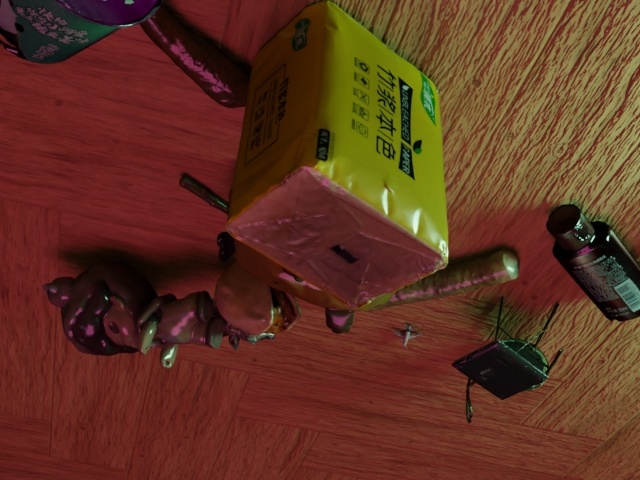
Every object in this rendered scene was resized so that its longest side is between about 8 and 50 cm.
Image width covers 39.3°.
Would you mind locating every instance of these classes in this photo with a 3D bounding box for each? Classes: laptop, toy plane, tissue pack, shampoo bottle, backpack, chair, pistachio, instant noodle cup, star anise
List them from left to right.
[{"bbox_3d":[-0.372,-0.377,1.269,0.251,0.251,0.190,34,142,-31],"label":"instant noodle cup"},{"bbox_3d":[-0.201,0.192,2.085,0.195,0.065,0.182,26,142,-30],"label":"star anise"},{"bbox_3d":[-0.129,0.121,1.876,0.157,0.157,0.229,42,172,-37],"label":"pistachio"},{"bbox_3d":[0.000,-0.004,1.708,0.377,0.201,0.354,4,140,2],"label":"backpack"},{"bbox_3d":[0.035,-0.135,1.396,0.293,0.382,0.228,32,131,-29],"label":"tissue pack"},{"bbox_3d":[0.203,0.222,2.102,0.077,0.024,0.084,6,148,-2],"label":"toy plane"},{"bbox_3d":[0.388,0.282,1.936,0.180,0.016,0.129,34,129,-29],"label":"laptop"},{"bbox_3d":[0.437,0.280,2.050,0.170,0.160,0.326,6,137,1],"label":"chair"},{"bbox_3d":[0.557,0.046,1.796,0.129,0.084,0.323,-26,131,30],"label":"shampoo bottle"}]

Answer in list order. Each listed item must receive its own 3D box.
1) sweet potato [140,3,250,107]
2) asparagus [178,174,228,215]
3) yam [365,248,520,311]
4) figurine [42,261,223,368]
[{"bbox_3d":[-0.210,-0.307,1.458,0.075,0.075,0.273,-27,128,34],"label":"sweet potato"},{"bbox_3d":[-0.187,-0.059,1.799,0.025,0.024,0.248,-21,136,38],"label":"asparagus"},{"bbox_3d":[0.242,0.086,1.889,0.356,0.081,0.081,-15,137,22],"label":"yam"},{"bbox_3d":[-0.394,0.155,1.925,0.380,0.203,0.248,5,153,23],"label":"figurine"}]
